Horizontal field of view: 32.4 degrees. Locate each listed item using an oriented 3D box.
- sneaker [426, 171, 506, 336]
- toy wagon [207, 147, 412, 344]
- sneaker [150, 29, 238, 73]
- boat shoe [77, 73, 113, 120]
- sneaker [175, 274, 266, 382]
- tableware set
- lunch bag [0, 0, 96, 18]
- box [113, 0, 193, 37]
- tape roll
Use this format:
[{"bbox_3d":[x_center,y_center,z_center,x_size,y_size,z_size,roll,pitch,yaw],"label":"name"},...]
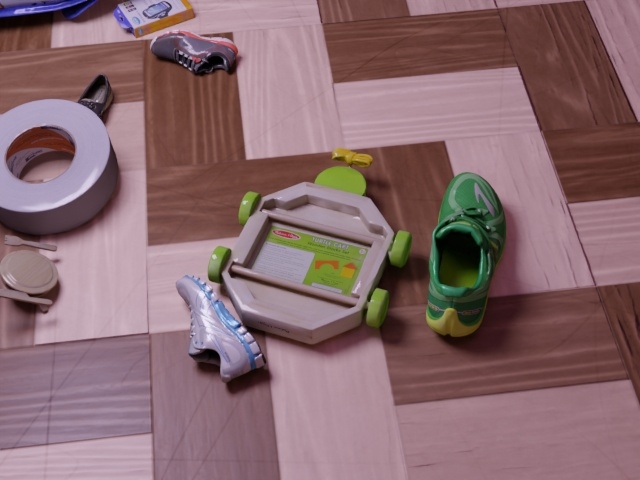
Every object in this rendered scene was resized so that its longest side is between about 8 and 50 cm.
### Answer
[{"bbox_3d":[0.220,0.002,1.626,0.109,0.123,0.295,7,50,7],"label":"sneaker"},{"bbox_3d":[0.000,0.000,1.670,0.267,0.068,0.344,15,51,13],"label":"toy wagon"},{"bbox_3d":[-0.228,-0.331,1.959,0.158,0.061,0.064,4,56,5],"label":"sneaker"},{"bbox_3d":[-0.395,-0.222,1.875,0.056,0.049,0.152,6,51,4],"label":"boat shoe"},{"bbox_3d":[-0.163,0.125,1.569,0.083,0.071,0.190,-33,56,-17],"label":"sneaker"},{"bbox_3d":[-0.486,0.045,1.621,0.194,0.039,0.128,13,41,-20],"label":"tableware set"},{"bbox_3d":[-0.538,-0.582,2.058,0.386,0.239,0.327,-9,48,-8],"label":"lunch bag"},{"bbox_3d":[-0.315,-0.426,2.061,0.136,0.028,0.081,-24,54,-15],"label":"box"},{"bbox_3d":[-0.436,-0.118,1.754,0.219,0.072,0.219,-1,58,2],"label":"tape roll"}]
